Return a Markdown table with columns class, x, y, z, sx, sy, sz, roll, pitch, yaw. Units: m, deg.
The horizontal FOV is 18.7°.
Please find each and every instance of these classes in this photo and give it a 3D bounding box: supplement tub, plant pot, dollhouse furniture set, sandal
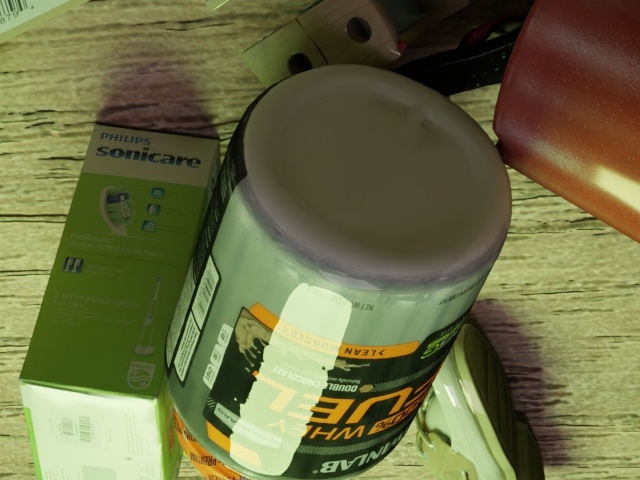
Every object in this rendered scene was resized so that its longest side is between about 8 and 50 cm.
| class | x | y | z | sx | sy | sz | roll | pitch | yaw |
| --- | --- | --- | --- | --- | --- | --- | --- | --- | --- |
| supplement tub | 0.000 | 0.047 | 1.461 | 0.207 | 0.207 | 0.338 | 15 | 140 | -5 |
| plant pot | 0.282 | -0.093 | 1.384 | 0.265 | 0.272 | 0.272 | 27 | 147 | 19 |
| dollhouse furniture set | -0.002 | -0.213 | 1.469 | 0.129 | 0.129 | 0.184 | -27 | 99 | 39 |
| sandal | 0.137 | -0.152 | 1.538 | 0.179 | 0.040 | 0.067 | -14 | 150 | 5 |

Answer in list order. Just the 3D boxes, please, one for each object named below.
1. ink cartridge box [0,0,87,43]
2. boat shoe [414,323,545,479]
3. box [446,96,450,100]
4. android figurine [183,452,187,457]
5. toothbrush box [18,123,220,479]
| class | x | y | z | sx | sy | sz | roll | pitch | yaw |
| --- | --- | --- | --- | --- | --- | --- | --- | --- | --- |
| ink cartridge box | -0.254 | -0.235 | 1.399 | 0.234 | 0.088 | 0.193 | -29 | 145 | -14 |
| boat shoe | 0.144 | 0.194 | 1.939 | 0.103 | 0.113 | 0.302 | -9 | 140 | 16 |
| box | 0.000 | 0.000 | 1.692 | 0.142 | 0.154 | 0.300 | 15 | 141 | -6 |
| android figurine | -0.107 | 0.156 | 1.999 | 0.273 | 0.056 | 0.248 | 1 | 142 | 13 |
| toothbrush box | -0.167 | 0.073 | 1.717 | 0.122 | 0.283 | 0.206 | 8 | 143 | 5 |
